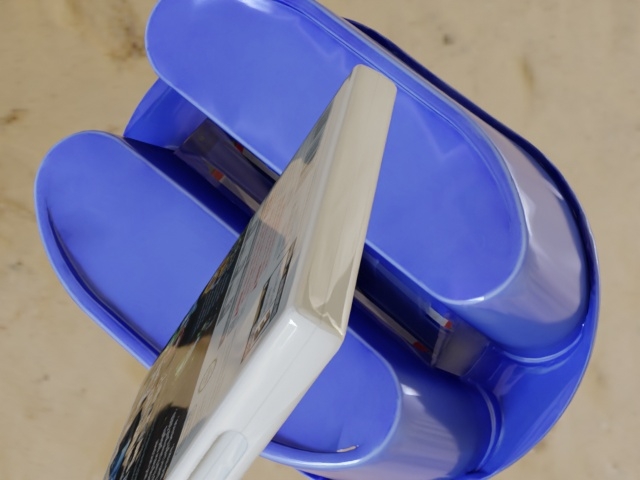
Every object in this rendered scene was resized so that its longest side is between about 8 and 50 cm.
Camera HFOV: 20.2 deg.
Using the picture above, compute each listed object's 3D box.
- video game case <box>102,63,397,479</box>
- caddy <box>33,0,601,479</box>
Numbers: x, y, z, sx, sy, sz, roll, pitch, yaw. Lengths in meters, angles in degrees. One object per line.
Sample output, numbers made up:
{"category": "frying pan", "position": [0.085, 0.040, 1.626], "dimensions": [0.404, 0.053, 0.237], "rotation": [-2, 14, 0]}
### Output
{"category": "video game case", "position": [-0.033, 0.043, 0.619], "dimensions": [0.022, 0.173, 0.190], "rotation": [31, 27, -9]}
{"category": "caddy", "position": [0.000, 0.000, 1.061], "dimensions": [0.241, 0.341, 0.179], "rotation": [-53, 157, 6]}
